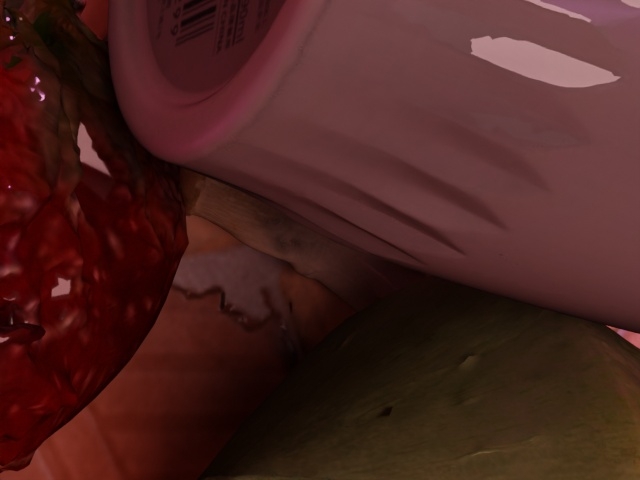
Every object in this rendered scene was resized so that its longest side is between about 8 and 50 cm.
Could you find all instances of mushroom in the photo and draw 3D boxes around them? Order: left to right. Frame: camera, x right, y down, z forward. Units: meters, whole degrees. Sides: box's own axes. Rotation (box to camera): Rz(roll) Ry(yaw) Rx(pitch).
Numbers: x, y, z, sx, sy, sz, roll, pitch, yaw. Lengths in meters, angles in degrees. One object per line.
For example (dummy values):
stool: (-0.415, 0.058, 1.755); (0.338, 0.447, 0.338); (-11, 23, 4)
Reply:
mushroom: (0.002, -0.003, 0.796); (0.202, 0.054, 0.059); (33, 87, -34)

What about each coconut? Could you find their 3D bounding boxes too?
coconut: (0.071, 0.172, 0.731); (0.329, 0.281, 0.328); (-5, 133, -6)

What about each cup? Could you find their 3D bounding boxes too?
cup: (0.120, -0.088, 0.618); (0.372, 0.253, 0.253); (12, 92, -31)

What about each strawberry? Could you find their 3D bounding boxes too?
strawberry: (-0.183, -0.019, 0.604); (0.220, 0.274, 0.274); (-36, 119, 21)
